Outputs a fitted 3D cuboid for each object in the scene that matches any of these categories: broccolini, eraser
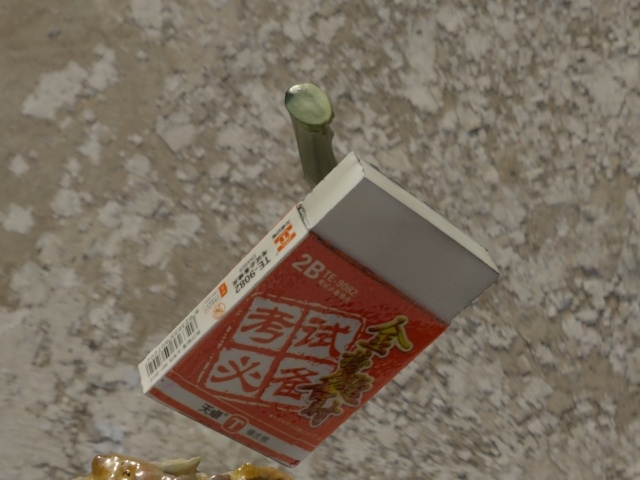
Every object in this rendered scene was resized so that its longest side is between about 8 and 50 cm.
[{"bbox_3d":[0.006,-0.001,1.165,0.079,0.392,0.074,-37,66,-11],"label":"broccolini"},{"bbox_3d":[0.000,0.058,0.966,0.230,0.157,0.038,-44,37,16],"label":"eraser"}]

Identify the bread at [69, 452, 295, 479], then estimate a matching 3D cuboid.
[{"bbox_3d":[-0.116,0.293,1.080,0.274,0.274,0.149,-26,41,6],"label":"bread"}]
